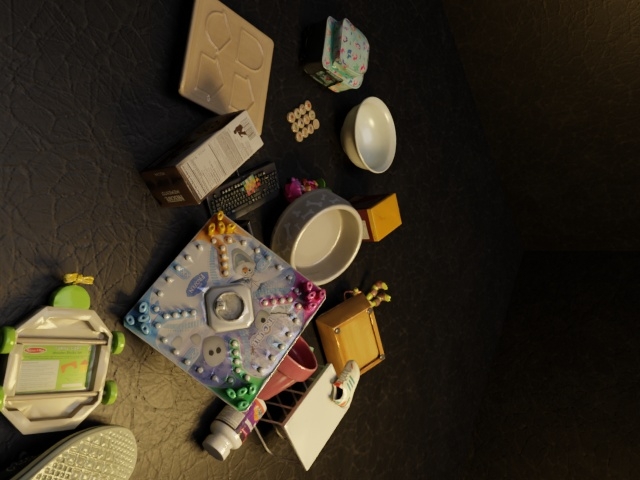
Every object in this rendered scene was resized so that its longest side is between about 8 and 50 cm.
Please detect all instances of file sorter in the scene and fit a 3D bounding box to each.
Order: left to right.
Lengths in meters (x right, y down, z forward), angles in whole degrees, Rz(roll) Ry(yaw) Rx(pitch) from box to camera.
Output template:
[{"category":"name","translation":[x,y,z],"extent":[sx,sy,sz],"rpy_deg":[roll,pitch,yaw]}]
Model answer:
[{"category":"file sorter","translation":[-0.066,0.565,1.672],"extent":[0.277,0.173,0.193],"rpy_deg":[-44,122,-43]}]

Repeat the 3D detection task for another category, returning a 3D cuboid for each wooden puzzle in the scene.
[{"category":"wooden puzzle","translation":[-0.282,-0.518,1.499],"extent":[0.347,0.080,0.323],"rpy_deg":[20,74,-54]},{"category":"wooden puzzle","translation":[-0.220,-0.175,1.576],"extent":[0.083,0.006,0.049],"rpy_deg":[-50,132,-37]}]

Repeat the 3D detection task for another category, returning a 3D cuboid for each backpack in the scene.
[{"category":"backpack","translation":[0.072,-0.679,1.864],"extent":[0.253,0.190,0.226],"rpy_deg":[21,73,-55]}]

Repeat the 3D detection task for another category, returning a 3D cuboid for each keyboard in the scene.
[{"category":"keyboard","translation":[-0.246,-0.186,1.571],"extent":[0.317,0.033,0.202],"rpy_deg":[-36,117,-46]}]

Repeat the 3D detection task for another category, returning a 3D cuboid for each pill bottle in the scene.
[{"category":"pill bottle","translation":[-0.256,0.543,1.485],"extent":[0.193,0.108,0.108],"rpy_deg":[-49,126,-40]}]

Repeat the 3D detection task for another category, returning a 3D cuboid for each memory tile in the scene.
[{"category":"memory tile","translation":[-0.061,-0.433,1.820],"extent":[0.148,0.012,0.113],"rpy_deg":[-47,125,-41]}]

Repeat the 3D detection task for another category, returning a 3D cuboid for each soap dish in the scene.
[{"category":"soap dish","translation":[0.120,0.377,1.905],"extent":[0.228,0.118,0.291],"rpy_deg":[-26,112,-27]}]

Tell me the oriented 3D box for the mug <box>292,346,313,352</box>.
[{"category":"mug","translation":[-0.108,0.390,1.673],"extent":[0.129,0.157,0.098],"rpy_deg":[72,28,-75]}]

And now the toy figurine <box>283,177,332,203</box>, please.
[{"category":"toy figurine","translation":[-0.057,-0.170,1.761],"extent":[0.159,0.130,0.173],"rpy_deg":[21,51,-40]}]

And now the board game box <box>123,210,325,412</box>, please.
[{"category":"board game box","translation":[-0.237,0.174,1.320],"extent":[0.389,0.050,0.390],"rpy_deg":[37,69,-1]}]

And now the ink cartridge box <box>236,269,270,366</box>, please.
[{"category":"ink cartridge box","translation":[-0.226,0.231,1.451],"extent":[0.117,0.201,0.279],"rpy_deg":[35,63,-44]}]

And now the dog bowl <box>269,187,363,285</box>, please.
[{"category":"dog bowl","translation":[0.000,0.000,1.712],"extent":[0.348,0.102,0.349],"rpy_deg":[-23,130,-29]}]

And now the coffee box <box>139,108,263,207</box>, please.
[{"category":"coffee box","translation":[-0.318,-0.225,1.372],"extent":[0.297,0.168,0.119],"rpy_deg":[-52,128,-37]}]

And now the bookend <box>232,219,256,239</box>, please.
[{"category":"bookend","translation":[-0.266,0.037,1.509],"extent":[0.157,0.072,0.157],"rpy_deg":[-32,114,-46]}]

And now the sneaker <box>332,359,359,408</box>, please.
[{"category":"sneaker","translation":[0.082,0.473,1.678],"extent":[0.075,0.057,0.162],"rpy_deg":[43,58,-48]}]

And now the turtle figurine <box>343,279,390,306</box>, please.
[{"category":"turtle figurine","translation":[0.189,0.275,2.062],"extent":[0.217,0.087,0.270],"rpy_deg":[-36,114,-26]}]

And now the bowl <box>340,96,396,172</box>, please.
[{"category":"bowl","translation":[0.172,-0.415,2.016],"extent":[0.297,0.134,0.298],"rpy_deg":[0,90,-52]}]

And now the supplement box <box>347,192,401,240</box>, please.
[{"category":"supplement box","translation":[0.180,-0.090,1.972],"extent":[0.191,0.194,0.129],"rpy_deg":[-33,115,-47]}]

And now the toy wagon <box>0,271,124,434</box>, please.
[{"category":"toy wagon","translation":[-0.576,0.244,1.122],"extent":[0.267,0.068,0.345],"rpy_deg":[17,76,-51]}]

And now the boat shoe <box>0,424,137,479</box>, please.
[{"category":"boat shoe","translation":[-0.595,0.528,1.033],"extent":[0.500,0.155,0.187],"rpy_deg":[-20,100,-62]}]

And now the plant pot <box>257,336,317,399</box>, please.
[{"category":"plant pot","translation":[-0.140,0.375,1.525],"extent":[0.180,0.201,0.201],"rpy_deg":[-47,138,10]}]
